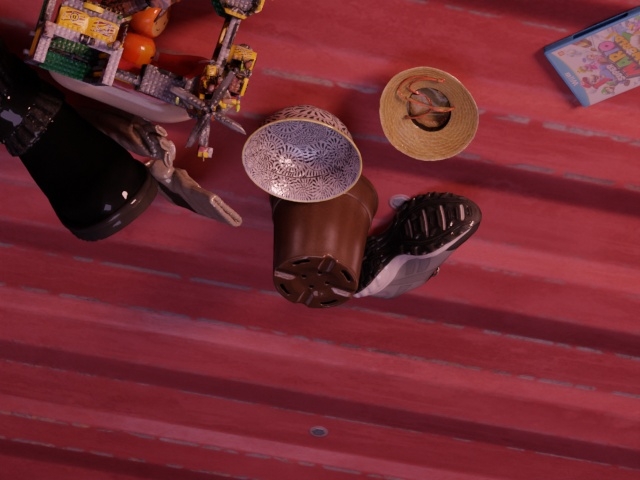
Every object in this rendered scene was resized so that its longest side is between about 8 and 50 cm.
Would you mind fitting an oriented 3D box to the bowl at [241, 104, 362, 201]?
[{"bbox_3d":[-0.023,-0.139,2.070,0.170,0.080,0.170,3,140,2],"label":"bowl"}]

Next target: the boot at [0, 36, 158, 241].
[{"bbox_3d":[-0.374,-0.152,1.921,0.131,0.348,0.260,-44,127,-10],"label":"boot"}]

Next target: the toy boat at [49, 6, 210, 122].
[{"bbox_3d":[-0.240,-0.256,1.936,0.231,0.151,0.151,20,109,-16],"label":"toy boat"}]

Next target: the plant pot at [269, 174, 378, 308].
[{"bbox_3d":[0.000,0.000,2.168,0.167,0.165,0.167,3,140,2],"label":"plant pot"}]

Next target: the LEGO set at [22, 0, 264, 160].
[{"bbox_3d":[-0.209,-0.271,1.777,0.331,0.255,0.192,27,178,-16],"label":"LEGO set"}]

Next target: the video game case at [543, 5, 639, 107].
[{"bbox_3d":[0.397,-0.246,1.941,0.166,0.015,0.119,-21,133,29],"label":"video game case"}]

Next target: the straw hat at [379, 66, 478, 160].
[{"bbox_3d":[0.150,-0.186,2.007,0.144,0.061,0.144,4,123,7],"label":"straw hat"}]

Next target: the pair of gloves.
[{"bbox_3d":[-0.227,-0.112,2.088,0.240,0.042,0.204,45,164,-31],"label":"pair of gloves"}]

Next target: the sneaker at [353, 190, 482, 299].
[{"bbox_3d":[0.151,0.011,2.229,0.108,0.100,0.271,17,145,-35],"label":"sneaker"}]
